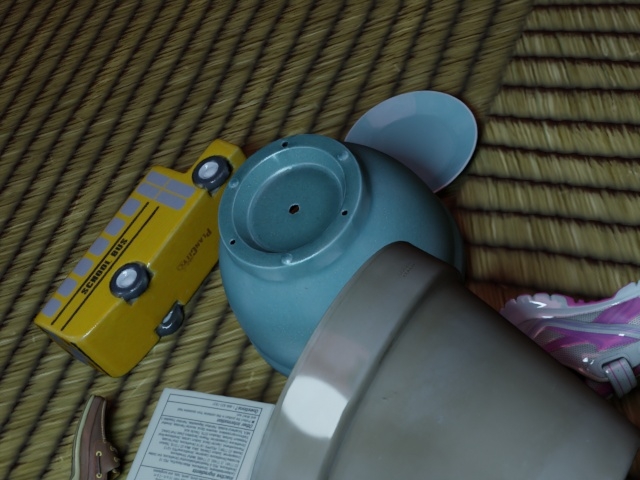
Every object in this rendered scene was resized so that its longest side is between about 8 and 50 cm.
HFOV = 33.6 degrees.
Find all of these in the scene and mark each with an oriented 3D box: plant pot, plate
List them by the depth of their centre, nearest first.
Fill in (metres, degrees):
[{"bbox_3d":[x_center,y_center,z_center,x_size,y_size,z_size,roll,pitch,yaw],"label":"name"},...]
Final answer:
[{"bbox_3d":[0.133,0.199,0.990,0.280,0.323,0.323,24,68,19],"label":"plant pot"},{"bbox_3d":[0.000,0.000,1.227,0.293,0.196,0.293,-12,57,19],"label":"plant pot"},{"bbox_3d":[0.117,-0.119,1.392,0.188,0.024,0.188,-13,52,17],"label":"plate"}]

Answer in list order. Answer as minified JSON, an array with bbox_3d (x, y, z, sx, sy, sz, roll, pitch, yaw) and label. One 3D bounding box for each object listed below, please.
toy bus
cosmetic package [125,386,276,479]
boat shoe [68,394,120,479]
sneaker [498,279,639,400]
[{"bbox_3d":[-0.215,0.015,1.394,0.130,0.108,0.333,20,67,37],"label":"toy bus"},{"bbox_3d":[-0.133,0.320,1.114,0.153,0.129,0.296,6,58,27],"label":"cosmetic package"},{"bbox_3d":[-0.268,0.270,1.266,0.060,0.064,0.178,6,55,-8],"label":"boat shoe"},{"bbox_3d":[0.308,0.112,1.088,0.252,0.103,0.111,-11,56,26],"label":"sneaker"}]
